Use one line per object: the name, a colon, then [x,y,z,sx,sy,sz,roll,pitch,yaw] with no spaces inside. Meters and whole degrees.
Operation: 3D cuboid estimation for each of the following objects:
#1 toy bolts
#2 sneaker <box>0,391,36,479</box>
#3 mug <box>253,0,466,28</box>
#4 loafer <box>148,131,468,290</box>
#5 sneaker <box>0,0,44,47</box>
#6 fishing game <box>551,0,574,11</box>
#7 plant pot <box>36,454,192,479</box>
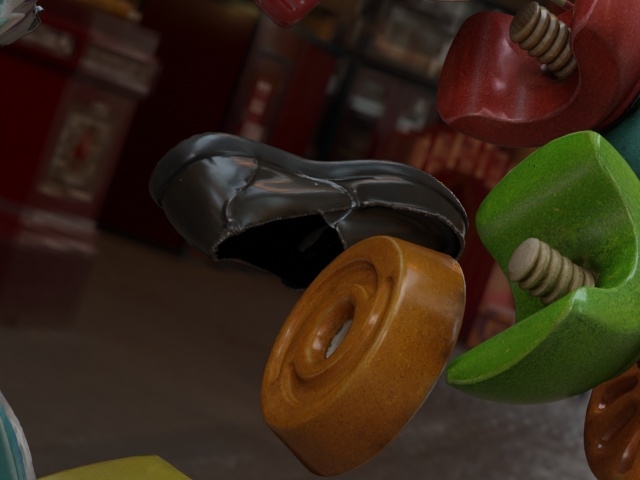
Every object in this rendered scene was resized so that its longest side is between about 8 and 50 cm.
toy bolts: [0.110,0.017,0.776,0.158,0.228,0.218,34,-39,-22]
sneaker: [-0.182,0.034,0.726,0.108,0.302,0.121,-16,-2,-1]
mug: [0.037,-0.163,0.814,0.150,0.113,0.169,-13,14,8]
loafer: [0.000,0.000,1.142,0.220,0.080,0.078,8,47,-36]
sneaker: [-0.232,-0.192,1.536,0.038,0.098,0.069,49,14,20]
fishing game: [0.207,-0.326,1.635,0.041,0.264,0.189,9,-6,39]
plant pot: [-0.156,0.277,1.328,0.187,0.212,0.212,10,12,-47]
